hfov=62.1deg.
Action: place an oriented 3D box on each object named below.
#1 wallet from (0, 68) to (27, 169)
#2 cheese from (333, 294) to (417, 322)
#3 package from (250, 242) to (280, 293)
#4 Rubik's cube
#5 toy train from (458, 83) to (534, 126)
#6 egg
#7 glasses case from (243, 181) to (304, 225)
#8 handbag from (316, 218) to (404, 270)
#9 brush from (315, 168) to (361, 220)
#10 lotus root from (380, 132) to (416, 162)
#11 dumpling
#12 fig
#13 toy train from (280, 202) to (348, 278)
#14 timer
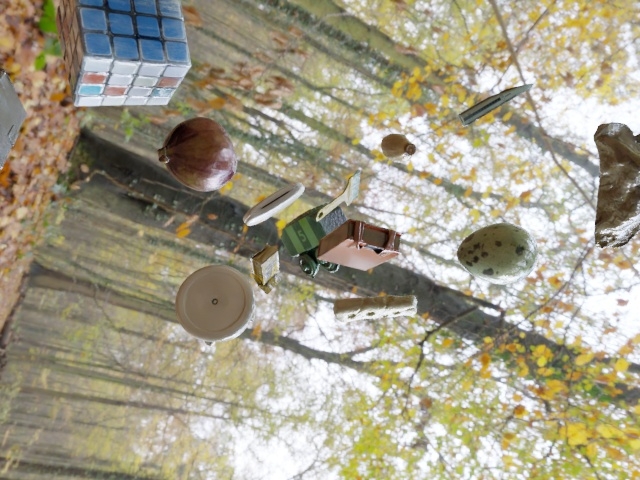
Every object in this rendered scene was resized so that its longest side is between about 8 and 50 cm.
[{"bbox_3d":[-0.943,-0.356,1.548,0.317,0.044,0.169,-103,-175,-46],"label":"wallet"},{"bbox_3d":[0.126,0.155,1.227,0.064,0.194,0.043,81,6,-47],"label":"cheese"},{"bbox_3d":[-0.144,0.074,1.407,0.071,0.047,0.131,-49,154,-34],"label":"package"},{"bbox_3d":[-0.499,-0.503,1.335,0.253,0.259,0.256,-22,-102,58],"label":"Rubik's cube"},{"bbox_3d":[0.566,-0.451,1.711,0.252,0.048,0.055,-30,-173,4],"label":"toy train"},{"bbox_3d":[0.498,0.037,1.501,0.177,0.228,0.176,179,-90,-88],"label":"egg"},{"bbox_3d":[-0.135,-0.107,1.551,0.204,0.051,0.081,-33,177,-16],"label":"glasses case"},{"bbox_3d":[0.082,0.012,1.147,0.190,0.127,0.062,144,-41,-67],"label":"handbag"},{"bbox_3d":[0.045,-0.101,1.316,0.205,0.011,0.083,-41,146,-44],"label":"brush"},{"bbox_3d":[0.182,-0.222,1.274,0.062,0.073,0.150,-50,-159,-1],"label":"lotus root"},{"bbox_3d":[0.715,-0.113,1.211,0.166,0.332,0.086,-5,-149,22],"label":"dumpling"},{"bbox_3d":[-0.354,-0.230,1.415,0.186,0.250,0.203,-29,-109,46],"label":"fig"},{"bbox_3d":[0.000,0.000,1.932,0.167,0.238,0.299,-31,-175,-38],"label":"toy train"},{"bbox_3d":[-0.234,0.183,1.288,0.266,0.175,0.175,92,7,-68],"label":"timer"}]
